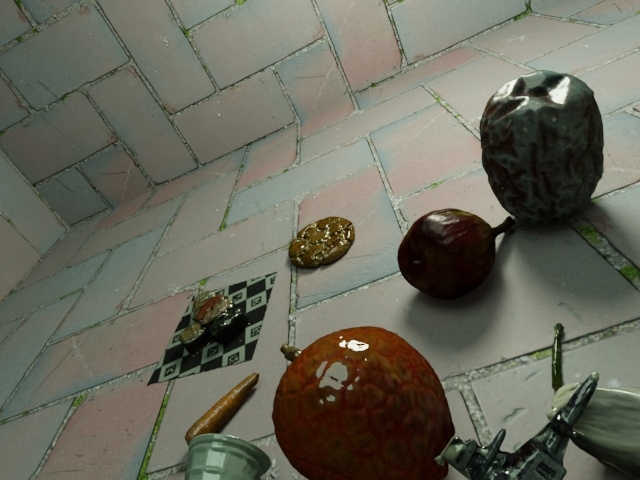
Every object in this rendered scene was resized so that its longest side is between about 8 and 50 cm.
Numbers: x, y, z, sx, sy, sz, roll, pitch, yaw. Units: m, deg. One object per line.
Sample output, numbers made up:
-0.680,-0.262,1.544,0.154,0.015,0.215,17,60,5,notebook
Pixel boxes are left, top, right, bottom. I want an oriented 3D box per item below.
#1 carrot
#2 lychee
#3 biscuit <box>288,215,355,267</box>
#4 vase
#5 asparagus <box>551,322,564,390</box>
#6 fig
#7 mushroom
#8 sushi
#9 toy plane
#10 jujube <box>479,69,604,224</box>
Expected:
-0.197,0.348,0.894,0.191,0.047,0.047,-40,31,-27,carrot
0.051,0.245,0.650,0.255,0.255,0.300,-40,35,-21,lychee
0.000,0.000,1.273,0.225,0.042,0.226,-20,31,13,biscuit
-0.173,0.456,0.618,0.143,0.143,0.299,-15,35,22,vase
0.379,0.182,0.690,0.018,0.015,0.127,2,41,28,asparagus
0.292,-0.011,0.912,0.190,0.191,0.290,10,48,48,fig
0.436,0.240,0.453,0.351,0.109,0.097,11,49,48,mushroom
-0.297,0.205,1.174,0.319,0.069,0.339,-17,31,19,sushi
0.254,0.265,0.503,0.192,0.088,0.262,34,95,19,toy plane
0.456,-0.180,0.899,0.225,0.317,0.226,-17,38,14,jujube
